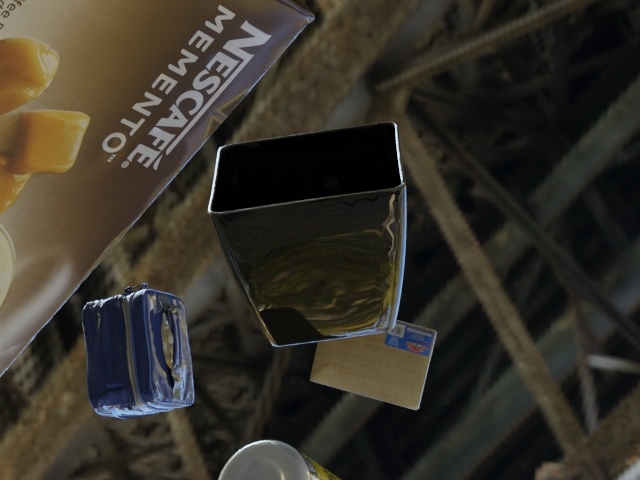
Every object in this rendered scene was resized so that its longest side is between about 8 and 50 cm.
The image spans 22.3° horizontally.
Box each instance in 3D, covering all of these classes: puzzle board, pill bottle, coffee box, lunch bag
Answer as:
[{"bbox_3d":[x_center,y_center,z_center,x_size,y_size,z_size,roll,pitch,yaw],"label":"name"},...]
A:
[{"bbox_3d":[0.059,0.129,1.823,0.128,0.011,0.096,15,-75,8],"label":"puzzle board"},{"bbox_3d":[-0.020,0.272,1.613,0.103,0.184,0.103,-12,-119,23],"label":"pill bottle"},{"bbox_3d":[-0.143,-0.045,0.613,0.246,0.141,0.098,-47,-127,13],"label":"coffee box"},{"bbox_3d":[-0.130,0.079,1.193,0.065,0.067,0.098,-12,-102,22],"label":"lunch bag"}]

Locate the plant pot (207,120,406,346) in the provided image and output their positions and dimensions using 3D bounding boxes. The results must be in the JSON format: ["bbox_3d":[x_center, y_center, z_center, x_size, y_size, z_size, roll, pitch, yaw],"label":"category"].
[{"bbox_3d":[0.000,0.000,1.618,0.188,0.187,0.167,-89,170,-67],"label":"plant pot"}]
